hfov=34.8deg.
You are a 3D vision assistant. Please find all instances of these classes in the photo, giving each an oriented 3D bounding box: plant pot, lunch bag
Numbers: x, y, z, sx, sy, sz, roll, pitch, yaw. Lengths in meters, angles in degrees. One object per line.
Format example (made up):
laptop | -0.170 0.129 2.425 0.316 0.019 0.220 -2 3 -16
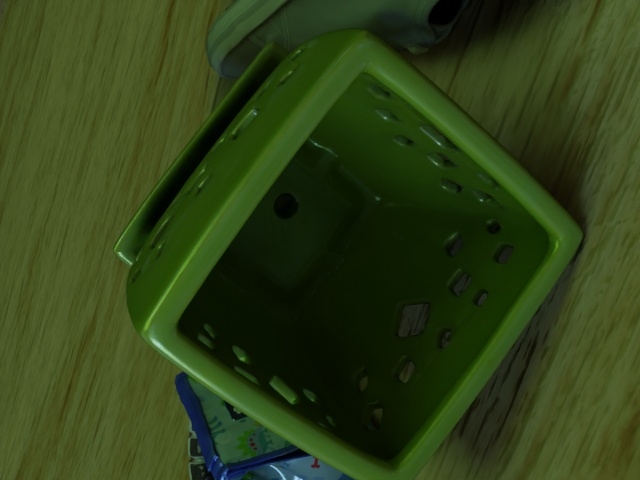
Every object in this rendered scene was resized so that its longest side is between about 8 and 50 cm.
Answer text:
plant pot | 0.000 0.000 0.712 0.228 0.227 0.207 -53 27 -2
lunch bag | -0.034 0.156 0.829 0.129 0.151 0.096 52 125 52

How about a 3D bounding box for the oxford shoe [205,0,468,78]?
oxford shoe | 0.038 -0.203 0.846 0.169 0.130 0.449 -43 13 -31

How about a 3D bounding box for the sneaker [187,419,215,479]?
sneaker | -0.100 0.236 0.961 0.162 0.106 0.281 -26 60 57
